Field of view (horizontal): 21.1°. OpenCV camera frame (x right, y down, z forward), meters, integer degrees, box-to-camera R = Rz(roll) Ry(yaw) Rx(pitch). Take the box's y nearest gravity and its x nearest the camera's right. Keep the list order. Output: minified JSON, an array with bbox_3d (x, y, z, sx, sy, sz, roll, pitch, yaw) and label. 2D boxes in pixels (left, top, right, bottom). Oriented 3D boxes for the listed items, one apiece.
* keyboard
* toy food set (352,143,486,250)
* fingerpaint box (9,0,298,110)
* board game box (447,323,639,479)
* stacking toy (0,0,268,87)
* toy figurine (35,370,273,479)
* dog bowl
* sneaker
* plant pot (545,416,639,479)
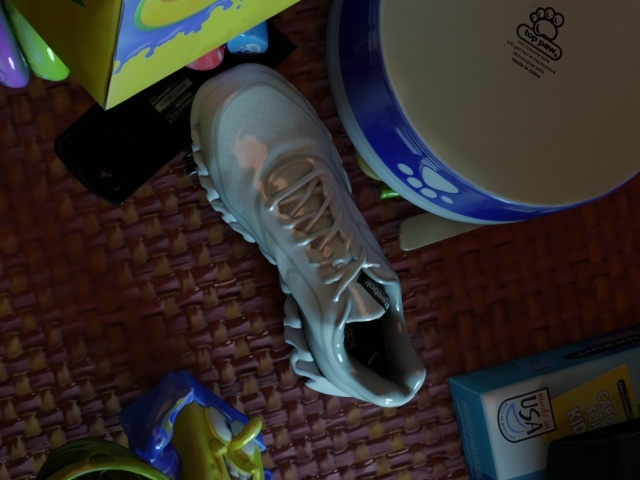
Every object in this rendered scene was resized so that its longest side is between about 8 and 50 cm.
[{"bbox_3d":[-0.103,-0.097,1.310,0.192,0.038,0.100,-42,82,-8],"label":"keyboard"},{"bbox_3d":[0.084,-0.096,1.361,0.132,0.038,0.192,-15,91,-21],"label":"toy food set"},{"bbox_3d":[-0.066,-0.346,1.089,0.445,0.163,0.371,-34,73,-27],"label":"fingerpaint box"},{"bbox_3d":[0.296,0.195,1.426,0.336,0.079,0.254,-15,100,-15],"label":"board game box"},{"bbox_3d":[-0.199,-0.172,1.215,0.302,0.175,0.166,-17,90,-2],"label":"stacking toy"},{"bbox_3d":[-0.123,0.182,1.248,0.191,0.217,0.362,-30,138,19],"label":"toy figurine"},{"bbox_3d":[0.144,-0.147,1.311,0.265,0.104,0.265,2,85,-21],"label":"dog bowl"},{"bbox_3d":[0.000,0.000,1.276,0.110,0.118,0.292,-32,114,-13],"label":"sneaker"},{"bbox_3d":[0.268,0.215,1.292,0.188,0.187,0.167,-14,86,-15],"label":"plant pot"}]
